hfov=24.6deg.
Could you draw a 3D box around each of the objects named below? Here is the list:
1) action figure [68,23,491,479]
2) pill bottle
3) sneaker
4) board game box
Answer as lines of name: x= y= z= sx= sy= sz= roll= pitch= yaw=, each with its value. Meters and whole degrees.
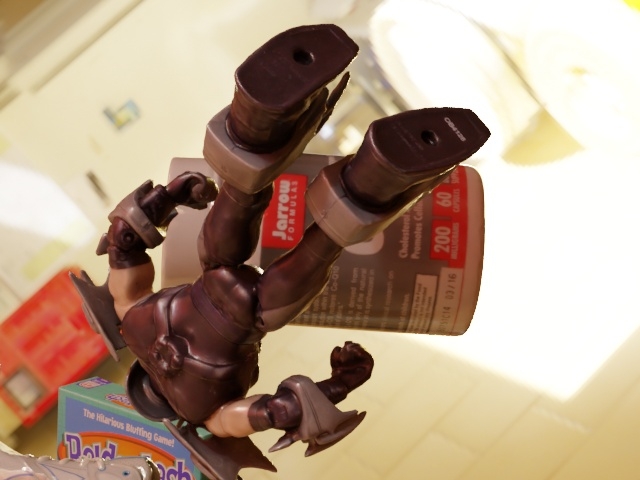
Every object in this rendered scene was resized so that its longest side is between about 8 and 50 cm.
action figure: x=-0.035 y=0.020 z=0.776 sx=0.185 sy=0.099 sz=0.285 roll=42 pitch=133 yaw=6
pill bottle: x=0.000 y=0.000 z=1.344 sx=0.283 sy=0.161 sz=0.161 roll=4 pitch=165 yaw=-3
sneaker: x=-0.141 y=0.153 z=0.875 sx=0.190 sy=0.083 sz=0.071 roll=34 pitch=174 yaw=13
board game box: x=-0.142 y=0.230 z=1.167 sx=0.160 sy=0.047 sz=0.210 roll=12 pitch=103 yaw=36
